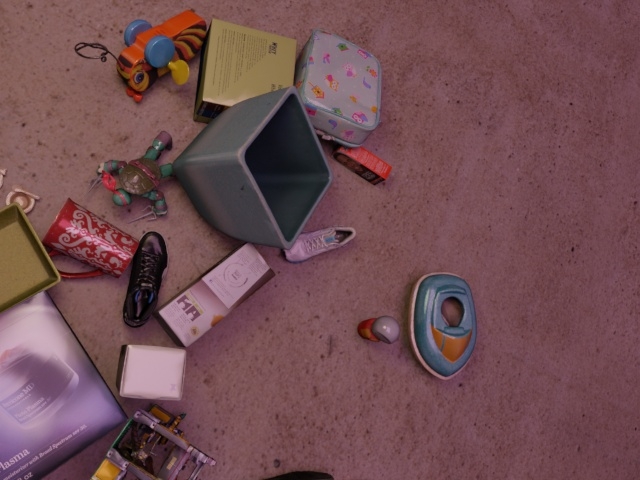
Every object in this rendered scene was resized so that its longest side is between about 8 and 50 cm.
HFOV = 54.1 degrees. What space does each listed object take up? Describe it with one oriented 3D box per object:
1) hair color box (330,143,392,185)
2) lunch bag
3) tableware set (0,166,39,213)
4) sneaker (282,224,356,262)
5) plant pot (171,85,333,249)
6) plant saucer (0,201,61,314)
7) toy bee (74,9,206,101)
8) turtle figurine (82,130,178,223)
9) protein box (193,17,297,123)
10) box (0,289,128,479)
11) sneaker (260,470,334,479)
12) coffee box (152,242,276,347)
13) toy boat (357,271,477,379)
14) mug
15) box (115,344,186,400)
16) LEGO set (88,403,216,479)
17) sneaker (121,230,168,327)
[{"bbox_3d":[0.102,-0.198,1.577,0.141,0.072,0.043,32,73,-13],"label":"hair color box"},{"bbox_3d":[0.043,-0.361,1.522,0.224,0.108,0.279,21,55,-20],"label":"lunch bag"},{"bbox_3d":[-0.678,-0.070,1.288,0.141,0.020,0.169,32,72,-14],"label":"tableware set"},{"bbox_3d":[0.000,0.000,1.505,0.190,0.083,0.071,-20,91,-21],"label":"sneaker"},{"bbox_3d":[-0.162,-0.150,1.342,0.248,0.252,0.247,-59,137,-38],"label":"plant pot"},{"bbox_3d":[-0.637,0.049,1.246,0.188,0.045,0.188,-31,85,-9],"label":"plant saucer"},{"bbox_3d":[-0.391,-0.401,1.390,0.298,0.162,0.195,-13,53,-23],"label":"toy bee"},{"bbox_3d":[-0.385,-0.130,1.363,0.175,0.118,0.234,48,62,-12],"label":"turtle figurine"},{"bbox_3d":[-0.177,-0.373,1.461,0.201,0.136,0.200,8,79,-19],"label":"protein box"},{"bbox_3d":[-0.570,0.294,1.167,0.296,0.182,0.294,-33,93,-24],"label":"box"},{"bbox_3d":[-0.074,0.591,1.391,0.227,0.087,0.130,-9,87,-19],"label":"sneaker"},{"bbox_3d":[-0.233,0.117,1.366,0.246,0.141,0.098,-39,97,-21],"label":"coffee box"},{"bbox_3d":[0.254,0.212,1.535,0.318,0.148,0.268,-1,83,-21],"label":"toy boat"},{"bbox_3d":[-0.487,0.011,1.321,0.169,0.150,0.113,30,37,-19],"label":"mug"},{"bbox_3d":[-0.339,0.255,1.233,0.113,0.275,0.094,9,78,-19],"label":"box"},{"bbox_3d":[-0.334,0.487,1.216,0.192,0.255,0.331,32,64,3],"label":"LEGO set"},{"bbox_3d":[-0.364,0.079,1.332,0.079,0.121,0.217,13,78,-20],"label":"sneaker"}]
